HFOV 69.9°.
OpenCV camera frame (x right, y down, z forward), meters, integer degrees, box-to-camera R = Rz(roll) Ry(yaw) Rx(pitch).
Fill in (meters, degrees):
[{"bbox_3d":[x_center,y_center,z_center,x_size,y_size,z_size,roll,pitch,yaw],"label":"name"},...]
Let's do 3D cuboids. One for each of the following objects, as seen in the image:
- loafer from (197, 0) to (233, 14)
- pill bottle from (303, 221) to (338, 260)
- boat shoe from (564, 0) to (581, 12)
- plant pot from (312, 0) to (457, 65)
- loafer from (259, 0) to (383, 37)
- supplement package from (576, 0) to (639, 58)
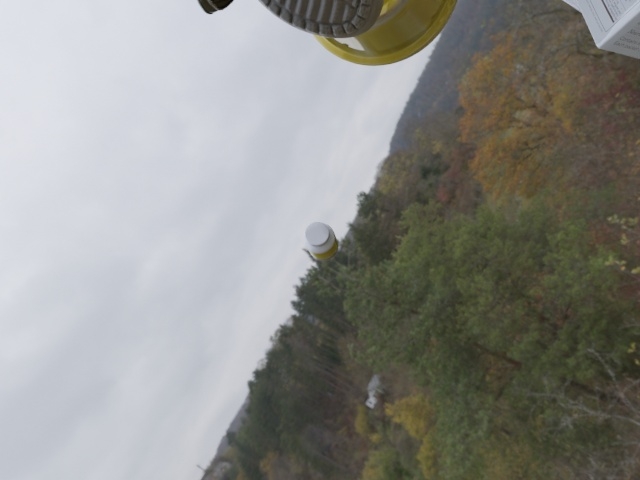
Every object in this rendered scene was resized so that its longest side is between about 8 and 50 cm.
[{"bbox_3d":[-0.177,-0.587,0.973,0.251,0.088,0.094,-61,-35,-14],"label":"loafer"},{"bbox_3d":[0.000,0.000,0.935,0.065,0.065,0.116,-59,-13,-7],"label":"pill bottle"},{"bbox_3d":[0.426,-0.539,0.855,0.108,0.301,0.102,-24,-26,-46],"label":"boat shoe"},{"bbox_3d":[0.070,-0.372,0.632,0.253,0.254,0.239,-65,-3,27],"label":"plant pot"},{"bbox_3d":[-0.046,-0.290,0.429,0.092,0.269,0.102,-48,-8,-40],"label":"loafer"},{"bbox_3d":[0.435,-0.351,0.475,0.262,0.200,0.197,129,139,-58],"label":"supplement package"}]
